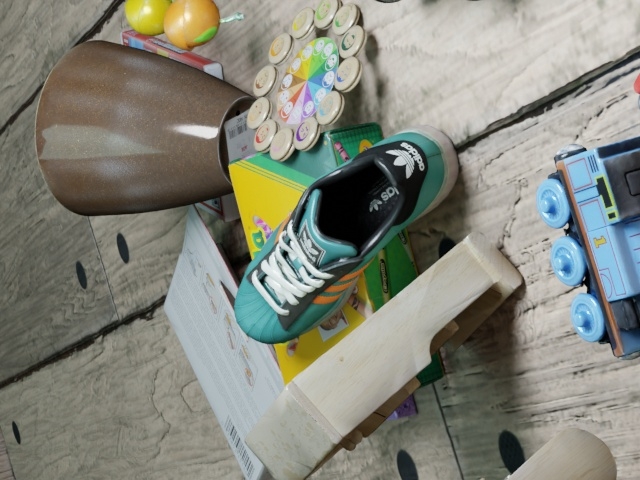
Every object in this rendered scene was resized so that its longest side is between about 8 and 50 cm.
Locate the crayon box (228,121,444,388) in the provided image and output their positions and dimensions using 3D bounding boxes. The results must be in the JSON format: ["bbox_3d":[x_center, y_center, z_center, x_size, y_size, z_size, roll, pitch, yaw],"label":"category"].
[{"bbox_3d":[0.015,0.029,1.917,0.165,0.081,0.278,-14,91,47],"label":"crayon box"}]

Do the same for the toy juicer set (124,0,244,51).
[{"bbox_3d":[-0.151,-0.333,2.065,0.209,0.089,0.329,-57,41,20],"label":"toy juicer set"}]

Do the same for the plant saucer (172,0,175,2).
[{"bbox_3d":[-0.193,-0.377,2.238,0.241,0.037,0.241,44,143,48],"label":"plant saucer"}]

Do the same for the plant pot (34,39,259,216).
[{"bbox_3d":[-0.180,-0.125,2.153,0.230,0.215,0.215,7,113,34],"label":"plant pot"}]

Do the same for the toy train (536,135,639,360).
[{"bbox_3d":[0.240,0.005,1.476,0.105,0.080,0.184,-21,85,60],"label":"toy train"}]

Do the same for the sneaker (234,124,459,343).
[{"bbox_3d":[0.000,0.000,1.777,0.108,0.121,0.302,51,119,13],"label":"sneaker"}]

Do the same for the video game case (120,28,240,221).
[{"bbox_3d":[-0.184,-0.154,2.365,0.285,0.025,0.204,28,129,58],"label":"video game case"}]

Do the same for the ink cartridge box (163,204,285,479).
[{"bbox_3d":[-0.098,0.127,2.295,0.296,0.066,0.261,61,153,26],"label":"ink cartridge box"}]

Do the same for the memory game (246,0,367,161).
[{"bbox_3d":[-0.017,-0.168,1.881,0.186,0.012,0.186,-32,46,40],"label":"memory game"}]

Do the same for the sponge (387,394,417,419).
[{"bbox_3d":[0.043,0.095,2.013,0.117,0.031,0.210,-13,91,65],"label":"sponge"}]

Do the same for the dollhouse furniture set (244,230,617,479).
[{"bbox_3d":[0.165,0.235,1.693,0.394,0.256,0.362,48,152,7],"label":"dollhouse furniture set"}]

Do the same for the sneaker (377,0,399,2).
[{"bbox_3d":[0.109,-0.248,1.585,0.271,0.100,0.108,-24,88,66],"label":"sneaker"}]

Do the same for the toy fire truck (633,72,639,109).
[{"bbox_3d":[0.306,-0.087,1.311,0.192,0.047,0.135,63,153,27],"label":"toy fire truck"}]
